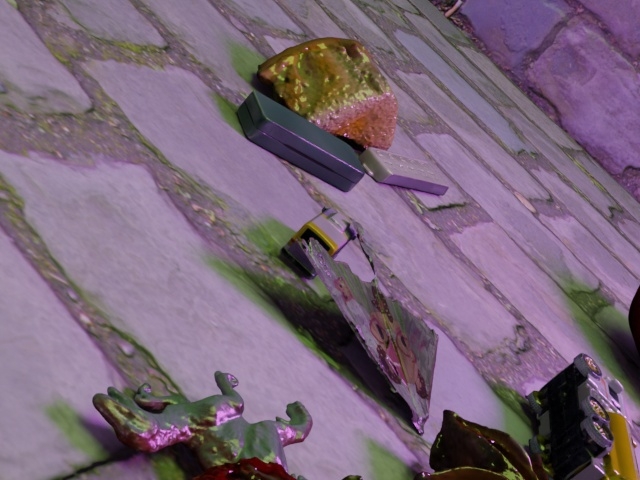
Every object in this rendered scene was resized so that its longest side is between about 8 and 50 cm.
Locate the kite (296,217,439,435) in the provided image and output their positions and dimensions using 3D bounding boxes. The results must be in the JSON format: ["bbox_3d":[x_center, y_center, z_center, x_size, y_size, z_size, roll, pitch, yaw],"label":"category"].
[{"bbox_3d":[0.071,0.085,1.123,0.323,0.013,0.267,38,29,-49],"label":"kite"}]

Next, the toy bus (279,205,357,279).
[{"bbox_3d":[0.000,0.000,1.178,0.052,0.058,0.102,44,21,4],"label":"toy bus"}]

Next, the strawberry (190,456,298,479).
[{"bbox_3d":[-0.043,0.202,0.663,0.145,0.086,0.145,35,35,-30],"label":"strawberry"}]

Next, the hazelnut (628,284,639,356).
[{"bbox_3d":[0.702,0.175,1.713,0.359,0.359,0.409,28,34,-32],"label":"hazelnut"}]

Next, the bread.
[{"bbox_3d":[0.032,-0.231,1.584,0.252,0.133,0.174,11,38,-55],"label":"bread"}]

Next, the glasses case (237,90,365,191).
[{"bbox_3d":[-0.025,-0.132,1.419,0.184,0.039,0.077,26,25,-34],"label":"glasses case"}]

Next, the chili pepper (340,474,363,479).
[{"bbox_3d":[0.114,0.310,0.722,0.359,0.076,0.085,50,23,-1],"label":"chili pepper"}]

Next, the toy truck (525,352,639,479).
[{"bbox_3d":[0.308,0.233,1.210,0.114,0.098,0.227,42,23,-9],"label":"toy truck"}]

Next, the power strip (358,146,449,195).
[{"bbox_3d":[0.142,-0.107,1.679,0.060,0.027,0.253,52,23,24],"label":"power strip"}]

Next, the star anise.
[{"bbox_3d":[0.165,0.263,0.912,0.214,0.099,0.220,24,28,-7],"label":"star anise"}]

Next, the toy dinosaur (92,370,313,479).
[{"bbox_3d":[-0.040,0.178,0.767,0.242,0.053,0.167,46,23,11],"label":"toy dinosaur"}]
